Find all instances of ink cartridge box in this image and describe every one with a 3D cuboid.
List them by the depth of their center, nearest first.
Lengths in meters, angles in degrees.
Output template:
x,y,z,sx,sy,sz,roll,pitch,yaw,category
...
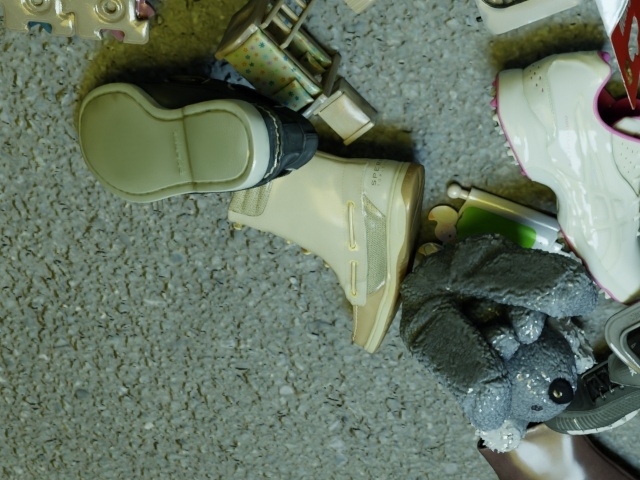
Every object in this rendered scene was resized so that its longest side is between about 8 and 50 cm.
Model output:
x,y,z,sx,sy,sz,roll,pitch,yaw,category
0.284,-0.269,1.581,0.066,0.189,0.232,-16,119,26,ink cartridge box

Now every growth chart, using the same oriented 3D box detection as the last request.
x,y,z,sx,sy,sz,roll,pitch,yaw,category
0.188,0.050,1.918,0.172,0.021,0.237,12,123,2,growth chart

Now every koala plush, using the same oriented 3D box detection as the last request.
x,y,z,sx,sy,sz,roll,pitch,yaw,category
0.204,0.116,1.835,0.196,0.203,0.221,-51,133,-7,koala plush

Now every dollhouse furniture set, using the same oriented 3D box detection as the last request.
x,y,z,sx,sy,sz,roll,pitch,yaw,category
0.017,-0.188,1.741,0.161,0.101,0.182,-36,110,30,dollhouse furniture set

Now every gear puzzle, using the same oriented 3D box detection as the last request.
x,y,z,sx,sy,sz,roll,pitch,yaw,category
-0.253,-0.362,1.720,0.175,0.044,0.339,6,122,9,gear puzzle

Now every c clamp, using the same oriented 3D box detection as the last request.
x,y,z,sx,sy,sz,roll,pitch,yaw,category
0.377,0.110,1.788,0.160,0.022,0.137,-26,109,45,c clamp

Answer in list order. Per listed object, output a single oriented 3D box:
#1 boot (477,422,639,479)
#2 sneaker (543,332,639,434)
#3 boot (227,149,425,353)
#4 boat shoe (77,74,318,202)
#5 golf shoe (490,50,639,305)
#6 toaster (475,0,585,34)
x,y,z,sx,sy,sz,roll,pitch,yaw,category
0.328,0.280,2.004,0.248,0.090,0.207,-19,115,19,boot
0.344,0.148,1.899,0.234,0.078,0.106,-19,149,19,sneaker
0.000,0.000,1.880,0.203,0.095,0.262,15,136,9,boot
-0.128,-0.109,1.776,0.340,0.113,0.127,-1,97,52,boat shoe
0.293,-0.063,1.768,0.140,0.115,0.306,-25,119,18,golf shoe
0.186,-0.301,1.592,0.110,0.186,0.168,-14,111,23,toaster
